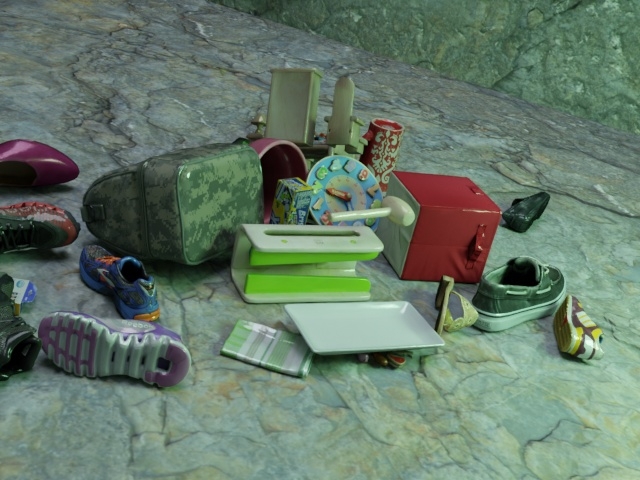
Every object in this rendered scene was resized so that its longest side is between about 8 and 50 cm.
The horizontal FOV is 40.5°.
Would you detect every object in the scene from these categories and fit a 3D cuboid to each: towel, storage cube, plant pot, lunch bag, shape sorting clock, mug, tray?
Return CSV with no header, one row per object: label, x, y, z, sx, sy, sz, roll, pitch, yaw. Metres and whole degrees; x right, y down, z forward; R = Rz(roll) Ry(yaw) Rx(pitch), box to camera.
towel,-0.085,0.181,1.492,0.152,0.023,0.113,16,25,5
storage cube,0.252,-0.031,1.907,0.193,0.183,0.215,4,27,-19
plant pot,-0.156,-0.132,1.932,0.180,0.201,0.201,12,20,38
lunch bag,-0.286,-0.080,1.719,0.256,0.212,0.305,7,17,27
shape sorting clock,0.057,-0.097,1.968,0.206,0.206,0.040,-1,-12,-28
mug,0.147,-0.223,2.268,0.113,0.169,0.150,29,29,28
tray,0.076,0.161,1.554,0.270,0.030,0.145,1,30,-28

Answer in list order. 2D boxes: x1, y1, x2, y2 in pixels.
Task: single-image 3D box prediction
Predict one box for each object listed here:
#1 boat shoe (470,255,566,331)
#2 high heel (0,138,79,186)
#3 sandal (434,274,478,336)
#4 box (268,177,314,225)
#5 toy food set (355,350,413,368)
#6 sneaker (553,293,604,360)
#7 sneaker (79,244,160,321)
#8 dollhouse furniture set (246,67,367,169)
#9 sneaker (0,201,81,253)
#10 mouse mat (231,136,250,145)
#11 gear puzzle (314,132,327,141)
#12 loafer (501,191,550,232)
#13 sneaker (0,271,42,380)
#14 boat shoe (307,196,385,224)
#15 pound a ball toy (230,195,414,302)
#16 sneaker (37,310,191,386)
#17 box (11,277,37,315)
boat shoe,0.430,0.093,1.812,0.121,0.119,0.335,29,29,30
high heel,-0.676,-0.113,1.767,0.377,0.127,0.181,4,55,-28
sandal,0.269,0.132,1.695,0.079,0.088,0.240,15,19,3
box,-0.067,-0.041,1.788,0.054,0.169,0.059,-9,34,-41
toy food set,0.100,0.201,1.546,0.122,0.019,0.078,21,26,10
sneaker,0.525,0.180,1.754,0.084,0.069,0.185,23,32,-1
sneaker,-0.351,0.059,1.539,0.221,0.087,0.083,32,30,34
dollhouse furniture set,0.013,-0.281,2.086,0.303,0.173,0.355,5,-4,24
sneaker,-0.580,-0.015,1.568,0.276,0.097,0.135,6,26,-11
mouse mat,-0.179,-0.231,2.317,0.153,0.007,0.189,18,25,9
gear puzzle,-0.018,-0.292,2.387,0.175,0.044,0.339,21,7,-8
loafer,0.545,-0.088,2.292,0.078,0.076,0.223,32,34,19
sneaker,-0.481,0.135,1.326,0.130,0.087,0.227,11,28,-9
boat shoe,0.055,-0.075,2.036,0.228,0.068,0.081,1,28,-25
pound a ball toy,0.000,0.000,1.692,0.319,0.208,0.136,0,29,-25
sneaker,-0.318,0.158,1.359,0.236,0.095,0.104,14,18,-9
box,-0.548,0.089,1.453,0.136,0.028,0.081,11,25,-11
